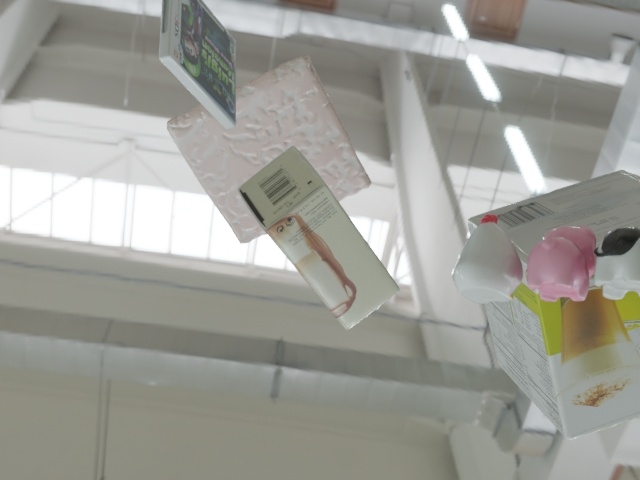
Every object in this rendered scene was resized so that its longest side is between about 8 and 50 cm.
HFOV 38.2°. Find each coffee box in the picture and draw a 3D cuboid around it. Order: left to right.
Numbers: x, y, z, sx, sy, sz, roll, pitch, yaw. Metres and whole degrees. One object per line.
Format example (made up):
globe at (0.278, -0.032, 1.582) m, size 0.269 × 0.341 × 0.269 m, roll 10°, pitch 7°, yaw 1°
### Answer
coffee box at (0.504, 0.103, 1.680) m, size 0.337 × 0.334 × 0.338 m, roll -17°, pitch -162°, yaw -6°

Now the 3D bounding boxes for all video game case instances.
video game case at (-0.179, -0.286, 1.381) m, size 0.022 × 0.190 × 0.173 m, roll -14°, pitch -121°, yaw 20°

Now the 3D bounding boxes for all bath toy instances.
bath toy at (0.350, 0.020, 1.257) m, size 0.348 × 0.129 × 0.151 m, roll -3°, pitch 157°, yaw 31°

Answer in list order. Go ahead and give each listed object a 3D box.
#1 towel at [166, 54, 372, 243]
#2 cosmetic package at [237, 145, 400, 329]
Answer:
towel at (-0.102, -0.182, 1.911) m, size 0.331 × 0.317 × 0.053 m, roll -23°, pitch -155°, yaw 16°
cosmetic package at (0.000, 0.000, 1.607) m, size 0.129 × 0.296 × 0.153 m, roll -38°, pitch -141°, yaw 0°
